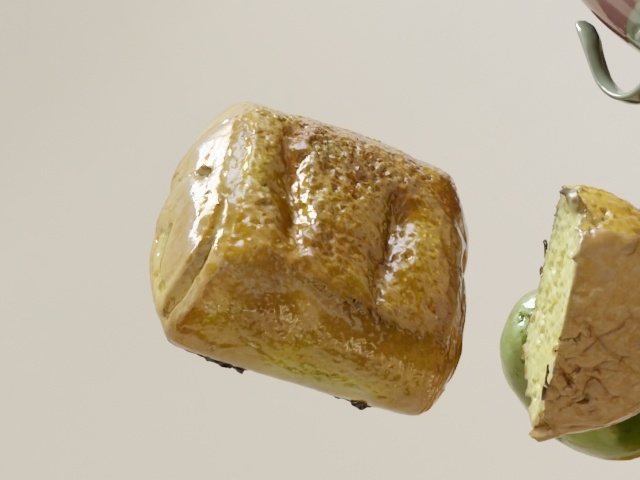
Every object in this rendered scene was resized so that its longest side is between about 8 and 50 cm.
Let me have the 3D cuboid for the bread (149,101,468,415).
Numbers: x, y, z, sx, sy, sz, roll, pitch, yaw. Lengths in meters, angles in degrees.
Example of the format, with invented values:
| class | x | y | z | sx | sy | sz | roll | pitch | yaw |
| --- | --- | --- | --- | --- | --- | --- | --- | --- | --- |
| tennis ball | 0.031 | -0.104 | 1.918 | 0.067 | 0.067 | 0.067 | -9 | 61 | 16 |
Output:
| class | x | y | z | sx | sy | sz | roll | pitch | yaw |
| --- | --- | --- | --- | --- | --- | --- | --- | --- | --- |
| bread | 0.003 | -0.005 | 1.820 | 0.337 | 0.148 | 0.328 | 21 | -132 | -10 |

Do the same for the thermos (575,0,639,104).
| class | x | y | z | sx | sy | sz | roll | pitch | yaw |
| --- | --- | --- | --- | --- | --- | --- | --- | --- | --- |
| thermos | 0.305 | -0.244 | 1.663 | 0.146 | 0.176 | 0.265 | 10 | -137 | -34 |

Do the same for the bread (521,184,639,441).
| class | x | y | z | sx | sy | sz | roll | pitch | yaw |
| --- | --- | --- | --- | --- | --- | --- | --- | --- | --- |
| bread | 0.254 | 0.062 | 1.533 | 0.143 | 0.140 | 0.229 | -101 | 14 | -48 |

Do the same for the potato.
| class | x | y | z | sx | sy | sz | roll | pitch | yaw |
| --- | --- | --- | --- | --- | --- | --- | --- | --- | --- |
| potato | 0.319 | 0.150 | 2.007 | 0.253 | 0.186 | 0.148 | 27 | -157 | -25 |
